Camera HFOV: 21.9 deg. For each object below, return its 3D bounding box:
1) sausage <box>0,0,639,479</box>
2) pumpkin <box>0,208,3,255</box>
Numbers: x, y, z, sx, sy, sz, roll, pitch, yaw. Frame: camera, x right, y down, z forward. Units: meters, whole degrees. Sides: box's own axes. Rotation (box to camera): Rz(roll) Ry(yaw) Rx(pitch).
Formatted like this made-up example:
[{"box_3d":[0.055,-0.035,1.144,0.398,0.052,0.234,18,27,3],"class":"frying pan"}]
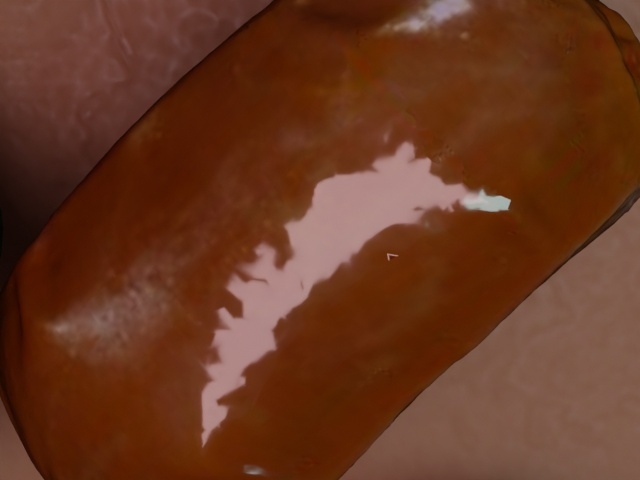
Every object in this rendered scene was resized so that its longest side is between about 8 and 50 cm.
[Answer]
[{"box_3d":[-0.001,-0.001,0.607,0.268,0.153,0.141,-42,87,11],"class":"sausage"},{"box_3d":[-0.255,0.027,0.666,0.312,0.148,0.169,-1,59,8],"class":"pumpkin"}]
